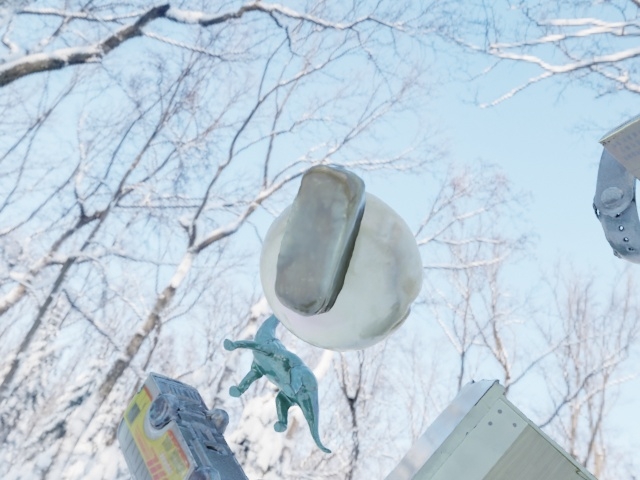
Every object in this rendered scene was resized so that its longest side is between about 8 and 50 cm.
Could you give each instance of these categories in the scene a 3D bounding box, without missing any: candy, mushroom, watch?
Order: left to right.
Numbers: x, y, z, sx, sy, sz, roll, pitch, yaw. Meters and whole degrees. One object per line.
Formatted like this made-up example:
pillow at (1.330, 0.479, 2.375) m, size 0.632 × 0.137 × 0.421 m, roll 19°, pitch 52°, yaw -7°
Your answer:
candy at (0.000, 0.000, 0.967) m, size 0.102 × 0.233 × 0.104 m, roll 20°, pitch 5°, yaw 14°
mushroom at (0.019, 0.037, 1.187) m, size 0.356 × 0.315 × 0.315 m, roll 49°, pitch -8°, yaw 45°
watch at (0.447, -0.068, 0.853) m, size 0.193 × 0.206 × 0.068 m, roll 29°, pitch -25°, yaw -36°

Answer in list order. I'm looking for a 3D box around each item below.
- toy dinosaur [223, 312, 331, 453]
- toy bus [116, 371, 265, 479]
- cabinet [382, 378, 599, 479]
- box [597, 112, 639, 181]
toy dinosaur at (-0.050, 0.290, 1.441) m, size 0.383 × 0.331 × 0.129 m, roll 39°, pitch -64°, yaw 16°
toy bus at (-0.135, 0.252, 0.651) m, size 0.092 × 0.106 × 0.268 m, roll 34°, pitch 3°, yaw -40°
cabinet at (0.316, 0.457, 1.087) m, size 0.318 × 0.290 × 0.227 m, roll 41°, pitch -10°, yaw 10°
box at (0.390, -0.086, 0.697) m, size 0.133 × 0.023 × 0.090 m, roll 44°, pitch -10°, yaw 3°
